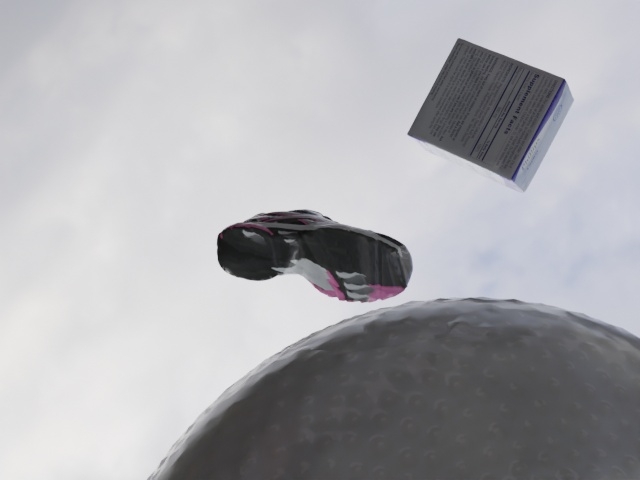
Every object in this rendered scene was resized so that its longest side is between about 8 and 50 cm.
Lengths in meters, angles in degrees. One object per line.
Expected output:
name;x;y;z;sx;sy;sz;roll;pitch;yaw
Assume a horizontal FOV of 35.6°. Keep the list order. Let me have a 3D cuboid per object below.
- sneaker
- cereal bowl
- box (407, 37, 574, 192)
sneaker;0.000;0.000;0.903;0.178;0.072;0.077;13;-151;16
cereal bowl;0.078;0.179;0.377;0.339;0.339;0.141;-60;-175;-22
box;0.191;-0.139;1.113;0.137;0.072;0.126;28;-90;26
